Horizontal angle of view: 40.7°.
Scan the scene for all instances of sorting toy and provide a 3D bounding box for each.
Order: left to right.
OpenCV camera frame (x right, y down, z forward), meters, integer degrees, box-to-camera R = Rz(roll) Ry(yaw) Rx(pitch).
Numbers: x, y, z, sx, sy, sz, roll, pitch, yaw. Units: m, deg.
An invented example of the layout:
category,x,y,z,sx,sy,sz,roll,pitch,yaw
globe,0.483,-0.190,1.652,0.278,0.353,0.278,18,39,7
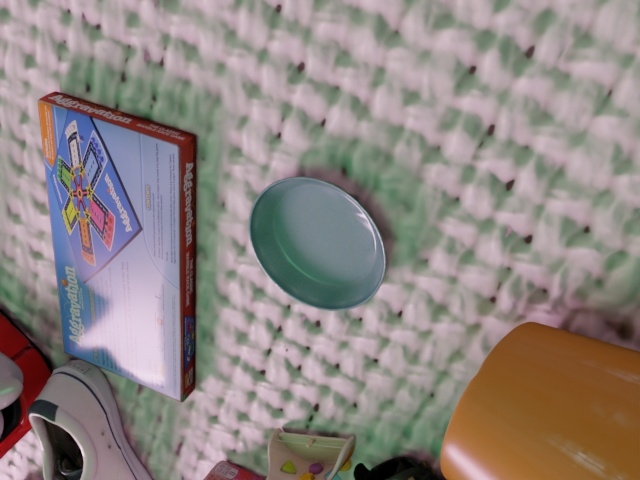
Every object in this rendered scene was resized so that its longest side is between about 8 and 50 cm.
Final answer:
category,x,y,z,sx,sy,sz,roll,pitch,yaw
sorting toy,-0.016,0.212,0.782,0.083,0.075,0.045,-2,117,31

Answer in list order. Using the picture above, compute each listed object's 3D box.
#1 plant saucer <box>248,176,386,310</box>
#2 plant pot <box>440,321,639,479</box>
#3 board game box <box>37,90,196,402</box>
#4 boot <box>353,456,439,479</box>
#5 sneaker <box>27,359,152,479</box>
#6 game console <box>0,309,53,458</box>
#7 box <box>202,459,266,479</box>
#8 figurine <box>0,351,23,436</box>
category,x,y,z,sx,sy,sz,roll,pitch,yaw
plant saucer,0.000,0.000,0.678,0.119,0.021,0.119,14,125,21
plant pot,0.191,0.152,0.566,0.188,0.205,0.205,29,130,32
board game box,-0.180,0.014,0.785,0.145,0.027,0.281,18,126,17
boot,0.124,0.234,0.722,0.198,0.077,0.137,-28,97,37
sneaker,-0.250,0.256,0.931,0.094,0.091,0.258,-3,116,31
game console,-0.498,0.135,1.030,0.342,0.060,0.386,49,129,0
box,-0.111,0.350,0.803,0.122,0.257,0.128,18,126,21
figurine,-0.399,0.142,0.884,0.215,0.092,0.209,38,125,7
